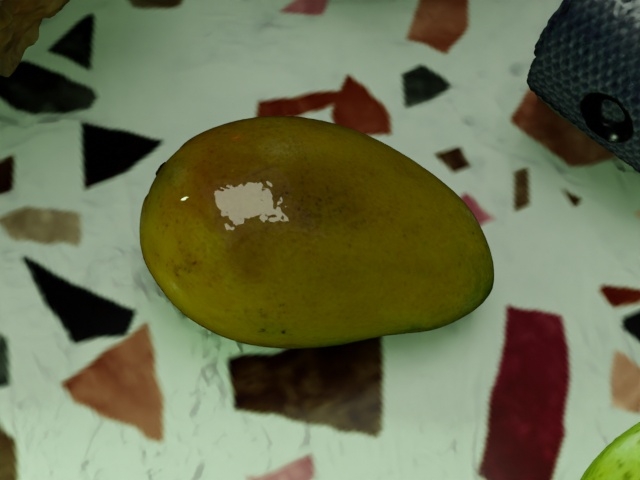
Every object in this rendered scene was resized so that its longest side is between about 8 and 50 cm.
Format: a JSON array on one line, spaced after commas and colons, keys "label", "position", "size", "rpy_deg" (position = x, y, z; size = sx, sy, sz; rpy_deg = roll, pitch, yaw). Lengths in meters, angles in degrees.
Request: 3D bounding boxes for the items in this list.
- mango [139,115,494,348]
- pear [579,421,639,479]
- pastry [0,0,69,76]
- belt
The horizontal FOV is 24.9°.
[{"label": "mango", "position": [-0.003, -0.005, 0.680], "size": [0.163, 0.089, 0.111], "rpy_deg": [-5, 71, -18]}, {"label": "pear", "position": [0.193, 0.173, 0.484], "size": [0.294, 0.294, 0.294], "rpy_deg": [2, 59, -3]}, {"label": "pastry", "position": [-0.258, -0.223, 0.633], "size": [0.337, 0.405, 0.292], "rpy_deg": [-32, 47, 25]}, {"label": "belt", "position": [0.214, -0.123, 0.739], "size": [0.126, 0.139, 0.230], "rpy_deg": [37, 62, 11]}]
